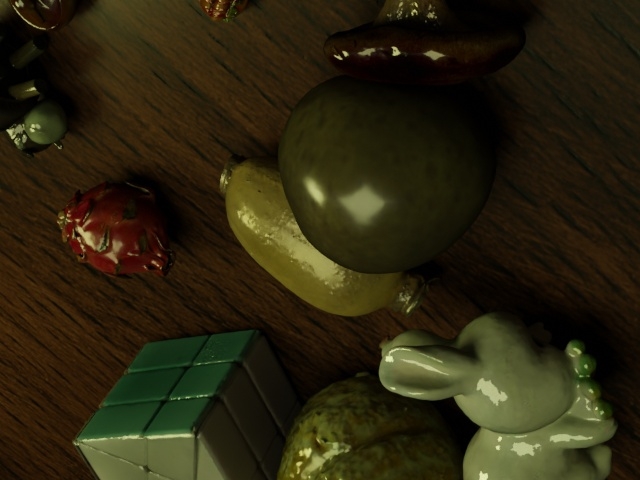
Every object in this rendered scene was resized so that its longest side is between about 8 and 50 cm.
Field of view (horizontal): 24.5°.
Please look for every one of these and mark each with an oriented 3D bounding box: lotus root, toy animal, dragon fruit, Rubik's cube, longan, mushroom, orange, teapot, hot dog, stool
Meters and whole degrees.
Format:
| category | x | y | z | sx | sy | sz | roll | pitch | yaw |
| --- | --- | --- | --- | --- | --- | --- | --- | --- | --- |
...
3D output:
| category | x | y | z | sx | sy | sz | roll | pitch | yaw |
| --- | --- | --- | --- | --- | --- | --- | --- | --- | --- |
| lotus root | 0.000 | 0.000 | 1.827 | 0.303 | 0.131 | 0.146 | 34 | 136 | 0 |
| toy animal | 0.225 | 0.207 | 1.823 | 0.247 | 0.183 | 0.310 | -22 | 120 | 3 |
| dragon fruit | -0.265 | -0.015 | 1.973 | 0.166 | 0.133 | 0.136 | 29 | 176 | 7 |
| Rubik's cube | -0.167 | 0.283 | 2.082 | 0.231 | 0.224 | 0.221 | -9 | 121 | 34 |
| longan | 0.076 | -0.080 | 1.675 | 0.246 | 0.215 | 0.246 | 0 | 93 | -2 |
| mushroom | 0.102 | -0.278 | 1.569 | 0.227 | 0.148 | 0.217 | 2 | 111 | 21 |
| orange | 0.084 | 0.373 | 1.958 | 0.271 | 0.210 | 0.368 | -27 | 97 | 9 |
| teapot | -0.355 | -0.313 | 1.809 | 0.098 | 0.078 | 0.129 | -7 | 122 | 33 |
| hot dog | -0.102 | -0.310 | 1.698 | 0.062 | 0.038 | 0.144 | 32 | 134 | 3 |
| stool | -0.399 | -0.193 | 1.905 | 0.121 | 0.125 | 0.217 | -23 | 122 | 38 |
